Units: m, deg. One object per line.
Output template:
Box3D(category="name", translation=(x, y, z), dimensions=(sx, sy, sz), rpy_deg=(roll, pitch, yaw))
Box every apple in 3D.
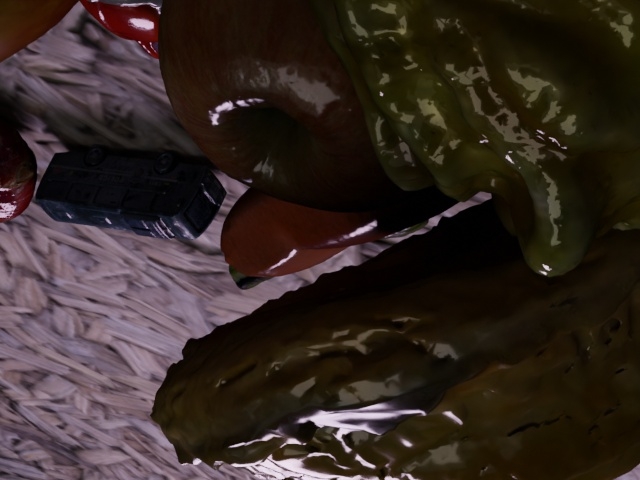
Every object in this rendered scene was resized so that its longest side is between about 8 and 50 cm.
Box3D(category="apple", translation=(0.009, -0.124, 1.163), dimensions=(0.211, 0.188, 0.211), rpy_deg=(18, 151, 10))

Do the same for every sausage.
Box3D(category="sausage", translation=(0.023, -0.042, 1.415), dimensions=(0.348, 0.097, 0.094), rpy_deg=(-24, 85, 60))

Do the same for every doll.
Box3D(category="doll", translation=(-0.122, -0.169, 1.311), dimensions=(0.102, 0.075, 0.227), rpy_deg=(23, 167, 23))

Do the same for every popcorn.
Box3D(category="popcorn", translation=(0.136, -0.142, 0.912), dimensions=(0.325, 0.290, 0.321), rpy_deg=(27, 166, 42))

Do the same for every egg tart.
Box3D(category="egg tart", translation=(0.111, 0.066, 1.197), dimensions=(0.443, 0.443, 0.178), rpy_deg=(-23, 92, 58))

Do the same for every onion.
Box3D(category="onion", translation=(-0.294, -0.063, 1.652), dimensions=(0.107, 0.097, 0.107), rpy_deg=(34, 146, 27))

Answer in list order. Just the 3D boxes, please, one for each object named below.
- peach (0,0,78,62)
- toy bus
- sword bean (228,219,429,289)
Box3D(category="peach", translation=(-0.232, -0.213, 0.886), dimensions=(0.332, 0.308, 0.308), rpy_deg=(16, 159, -19))
Box3D(category="toy bus", translation=(-0.162, -0.039, 1.622), dimensions=(0.166, 0.065, 0.047), rpy_deg=(7, 151, 33))
Box3D(category="sword bean", translation=(0.000, 0.000, 1.599), dimensions=(0.043, 0.038, 0.269), rpy_deg=(35, 152, -24))
